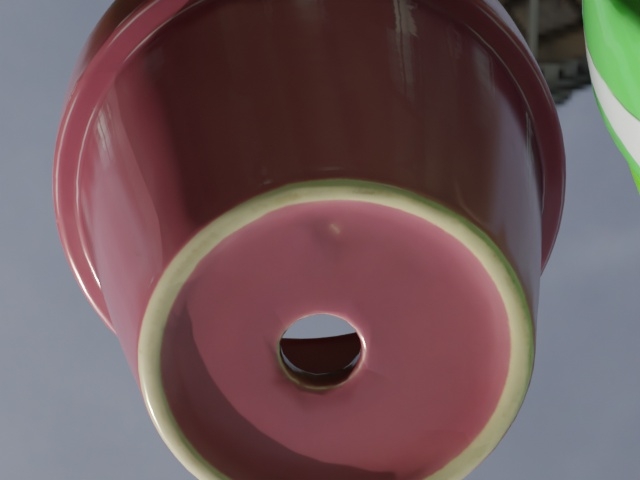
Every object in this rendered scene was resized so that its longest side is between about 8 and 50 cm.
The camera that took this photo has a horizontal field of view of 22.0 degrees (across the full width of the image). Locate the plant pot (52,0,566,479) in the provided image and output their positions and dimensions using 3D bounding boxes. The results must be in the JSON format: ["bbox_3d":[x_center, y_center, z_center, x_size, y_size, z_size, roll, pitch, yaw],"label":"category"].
[{"bbox_3d":[0.000,0.000,0.602,0.201,0.201,0.180,-8,-153,0],"label":"plant pot"}]

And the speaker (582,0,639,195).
[{"bbox_3d":[0.158,0.016,0.433,0.131,0.296,0.131,-14,-132,16],"label":"speaker"}]
